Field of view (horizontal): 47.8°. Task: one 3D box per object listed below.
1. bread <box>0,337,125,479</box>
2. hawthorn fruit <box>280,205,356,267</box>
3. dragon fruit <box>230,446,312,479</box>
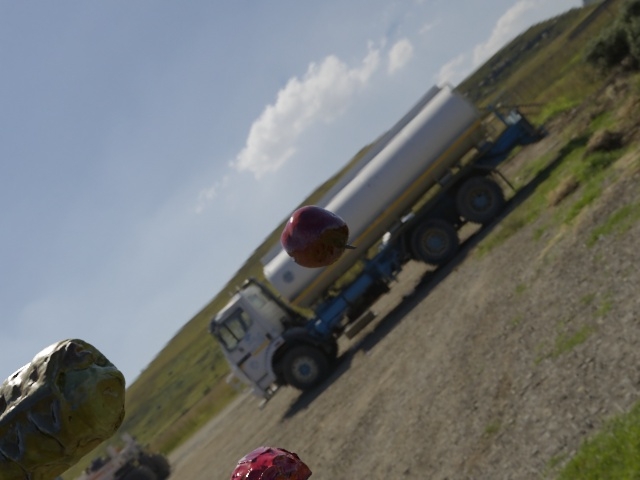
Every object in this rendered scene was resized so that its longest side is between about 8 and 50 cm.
[{"bbox_3d":[-0.366,0.237,0.953,0.267,0.152,0.130,-37,-12,21],"label":"bread"},{"bbox_3d":[0.000,0.000,2.138,0.189,0.251,0.190,-26,-52,-39],"label":"hawthorn fruit"},{"bbox_3d":[-0.148,0.652,1.978,0.261,0.189,0.163,-30,-34,-39],"label":"dragon fruit"}]
